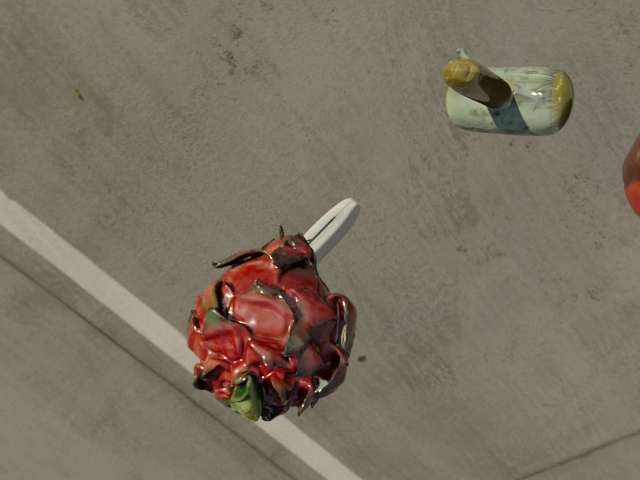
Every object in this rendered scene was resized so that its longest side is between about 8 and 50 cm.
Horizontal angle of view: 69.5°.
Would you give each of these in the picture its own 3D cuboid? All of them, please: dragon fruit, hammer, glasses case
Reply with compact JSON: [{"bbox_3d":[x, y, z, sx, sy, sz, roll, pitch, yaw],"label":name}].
[{"bbox_3d":[-0.055,0.102,0.643,0.234,0.293,0.234,18,146,13],"label":"dragon fruit"},{"bbox_3d":[0.255,-0.228,0.701,0.202,0.305,0.113,12,101,37],"label":"hammer"},{"bbox_3d":[0.000,0.000,0.844,0.049,0.074,0.193,42,85,16],"label":"glasses case"}]

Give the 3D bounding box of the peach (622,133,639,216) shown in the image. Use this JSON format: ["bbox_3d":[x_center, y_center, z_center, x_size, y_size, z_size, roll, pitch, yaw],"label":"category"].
[{"bbox_3d":[0.742,-0.151,0.847,0.242,0.380,0.306,7,87,-8],"label":"peach"}]
